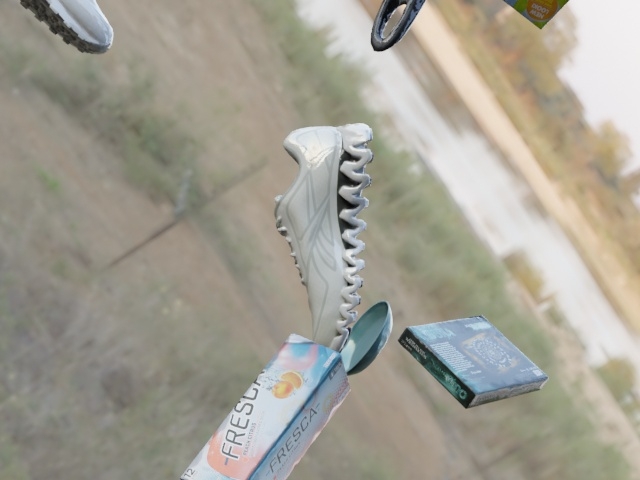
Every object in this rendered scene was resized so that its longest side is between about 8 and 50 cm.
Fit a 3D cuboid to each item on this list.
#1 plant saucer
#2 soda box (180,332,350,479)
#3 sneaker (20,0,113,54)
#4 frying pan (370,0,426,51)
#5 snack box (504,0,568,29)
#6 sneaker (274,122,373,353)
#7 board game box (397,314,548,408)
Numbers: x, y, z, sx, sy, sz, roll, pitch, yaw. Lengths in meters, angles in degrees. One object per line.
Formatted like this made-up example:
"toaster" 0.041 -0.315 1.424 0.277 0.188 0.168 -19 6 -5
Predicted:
"plant saucer" 0.060 0.134 2.148 0.021 0.119 0.119 36 15 -14
"soda box" -0.048 0.174 1.483 0.058 0.183 0.063 21 -33 27
"sneaker" -0.285 -0.294 1.684 0.235 0.095 0.090 48 -18 -3
"frying pan" 0.094 -0.298 1.252 0.197 0.326 0.053 38 -17 38
"snack box" 0.231 -0.370 1.863 0.207 0.174 0.070 35 26 -20
"sneaker" 0.000 0.000 2.007 0.110 0.118 0.292 101 -8 -84
"board game box" 0.192 0.148 2.042 0.126 0.026 0.186 44 26 26
